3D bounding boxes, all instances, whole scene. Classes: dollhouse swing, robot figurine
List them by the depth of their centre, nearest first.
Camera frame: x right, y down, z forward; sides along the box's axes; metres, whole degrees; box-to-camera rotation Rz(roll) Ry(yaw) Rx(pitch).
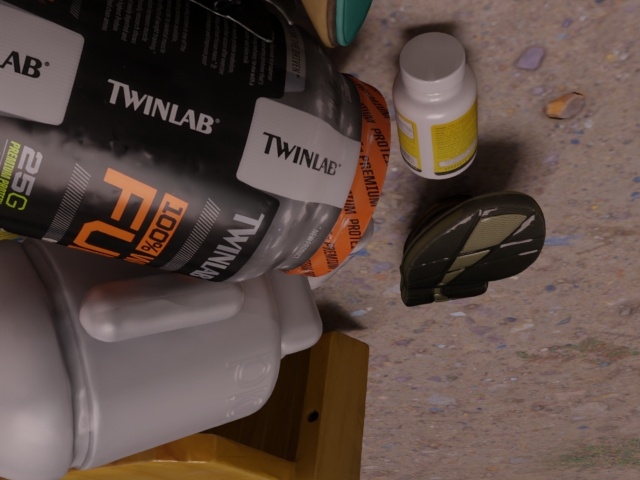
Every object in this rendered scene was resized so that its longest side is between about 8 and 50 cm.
[{"bbox_3d":[-0.175,0.083,0.696,0.354,0.199,0.300,-12,165,-32],"label":"robot figurine"},{"bbox_3d":[-0.167,0.191,0.964,0.347,0.315,0.305,-13,136,24],"label":"dollhouse swing"}]

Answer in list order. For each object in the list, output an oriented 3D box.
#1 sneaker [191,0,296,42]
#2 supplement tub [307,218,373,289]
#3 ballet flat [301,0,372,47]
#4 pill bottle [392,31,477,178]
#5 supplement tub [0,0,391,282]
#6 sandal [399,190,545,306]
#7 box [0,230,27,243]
[{"bbox_3d":[-0.088,-0.186,0.460,0.170,0.089,0.051,22,144,-34],"label":"sneaker"},{"bbox_3d":[0.000,0.000,0.809,0.071,0.071,0.107,15,148,-23],"label":"supplement tub"},{"bbox_3d":[0.007,-0.210,0.453,0.073,0.080,0.232,28,149,9],"label":"ballet flat"},{"bbox_3d":[0.090,-0.104,0.626,0.065,0.065,0.116,-4,151,9],"label":"pill bottle"},{"bbox_3d":[-0.124,-0.083,0.540,0.316,0.193,0.193,15,148,-24],"label":"supplement tub"},{"bbox_3d":[0.130,0.004,0.811,0.120,0.086,0.303,-2,166,-5],"label":"sandal"},{"bbox_3d":[-0.320,-0.047,0.742,0.105,0.043,0.179,-12,140,22],"label":"box"}]
